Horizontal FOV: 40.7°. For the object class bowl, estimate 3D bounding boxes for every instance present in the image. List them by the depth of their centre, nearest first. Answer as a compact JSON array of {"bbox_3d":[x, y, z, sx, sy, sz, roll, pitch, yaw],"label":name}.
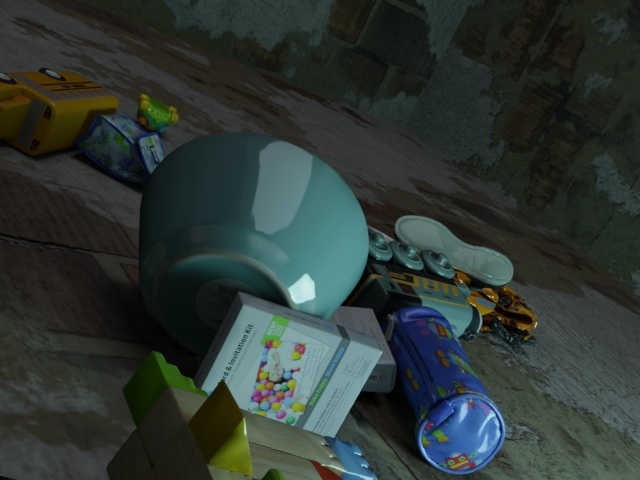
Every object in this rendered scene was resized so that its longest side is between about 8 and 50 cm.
[{"bbox_3d":[-0.103,0.037,1.083,0.312,0.311,0.163,26,36,-7],"label":"bowl"}]

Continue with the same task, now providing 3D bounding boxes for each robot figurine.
[{"bbox_3d":[0.327,0.128,1.802,0.291,0.085,0.211,22,18,-19],"label":"robot figurine"}]

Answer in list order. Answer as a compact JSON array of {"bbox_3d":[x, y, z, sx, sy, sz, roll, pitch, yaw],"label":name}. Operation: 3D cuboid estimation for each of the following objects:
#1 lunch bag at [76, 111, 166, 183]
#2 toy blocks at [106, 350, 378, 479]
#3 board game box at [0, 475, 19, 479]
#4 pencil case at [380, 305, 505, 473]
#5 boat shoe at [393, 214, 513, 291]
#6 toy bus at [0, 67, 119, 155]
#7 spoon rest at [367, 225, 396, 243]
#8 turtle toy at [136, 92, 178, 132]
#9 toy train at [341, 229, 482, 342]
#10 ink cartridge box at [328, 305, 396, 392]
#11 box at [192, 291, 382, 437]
[{"bbox_3d":[-0.353,-0.164,1.599,0.151,0.096,0.129,42,14,-1],"label":"lunch bag"},{"bbox_3d":[-0.005,0.275,0.693,0.261,0.190,0.381,28,15,-39],"label":"toy blocks"},{"bbox_3d":[-0.315,0.204,0.623,0.260,0.030,0.136,21,15,-22],"label":"board game box"},{"bbox_3d":[0.163,0.199,1.245,0.133,0.119,0.306,42,10,-21],"label":"pencil case"},{"bbox_3d":[0.300,0.041,2.029,0.303,0.091,0.114,28,60,-3],"label":"boat shoe"},{"bbox_3d":[-0.492,-0.228,1.532,0.130,0.108,0.332,30,16,3],"label":"toy bus"},{"bbox_3d":[0.096,-0.004,1.836,0.137,0.084,0.276,38,19,30],"label":"spoon rest"},{"bbox_3d":[-0.381,-0.287,1.967,0.095,0.066,0.130,23,16,-23],"label":"turtle toy"},{"bbox_3d":[0.150,0.098,1.543,0.334,0.142,0.190,16,32,-40],"label":"toy train"},{"bbox_3d":[-0.020,0.150,1.267,0.232,0.066,0.189,2,20,-8],"label":"ink cartridge box"},{"bbox_3d":[-0.041,0.154,1.010,0.186,0.145,0.038,22,16,-22],"label":"box"}]
